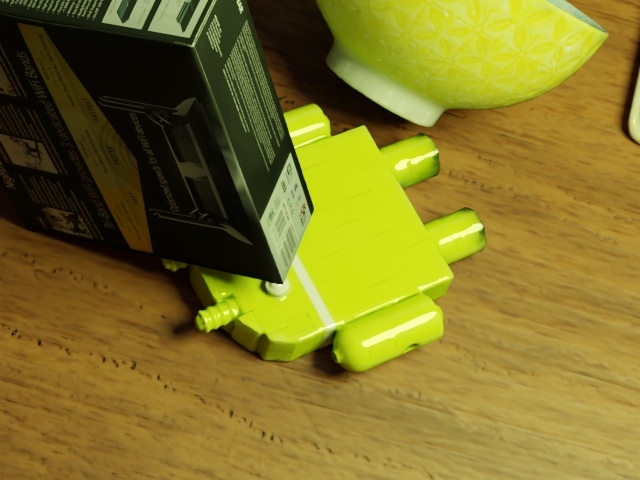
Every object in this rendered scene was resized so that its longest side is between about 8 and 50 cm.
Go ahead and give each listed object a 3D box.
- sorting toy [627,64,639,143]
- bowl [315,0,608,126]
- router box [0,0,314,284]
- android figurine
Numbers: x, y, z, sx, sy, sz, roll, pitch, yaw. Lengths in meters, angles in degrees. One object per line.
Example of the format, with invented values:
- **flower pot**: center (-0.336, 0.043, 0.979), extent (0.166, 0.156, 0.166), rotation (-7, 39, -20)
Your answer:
- **sorting toy**: center (0.408, -0.150, 1.600), extent (0.208, 0.038, 0.193), rotation (18, 60, -1)
- **bowl**: center (0.091, -0.196, 1.478), extent (0.289, 0.289, 0.156), rotation (35, 104, 8)
- **router box**: center (-0.154, -0.099, 1.275), extent (0.243, 0.309, 0.081), rotation (12, 60, 19)
- **android figurine**: center (0.000, 0.000, 1.434), extent (0.273, 0.056, 0.248), rotation (-19, 68, -21)
